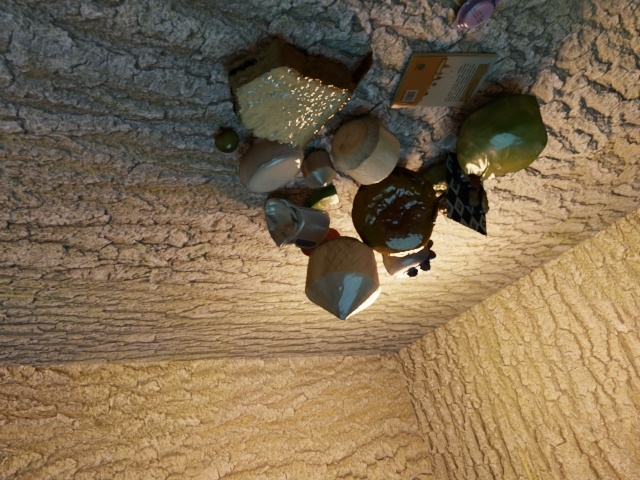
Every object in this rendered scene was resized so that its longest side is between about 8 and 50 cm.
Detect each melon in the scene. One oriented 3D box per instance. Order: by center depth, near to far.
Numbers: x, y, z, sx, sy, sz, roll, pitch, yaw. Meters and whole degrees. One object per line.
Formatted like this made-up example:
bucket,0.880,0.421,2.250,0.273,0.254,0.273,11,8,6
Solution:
melon,-0.005,-0.135,1.987,0.209,0.064,0.118,-36,145,27

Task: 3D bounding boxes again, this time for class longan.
longan,-0.285,-0.305,1.548,0.075,0.075,0.083,-23,109,12

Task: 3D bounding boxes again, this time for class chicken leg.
chicken leg,0.525,-0.149,2.050,0.107,0.087,0.251,-40,168,19

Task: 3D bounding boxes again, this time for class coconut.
coconut,0.152,-0.287,1.663,0.202,0.202,0.222,-33,142,27
coconut,-0.007,-0.234,1.745,0.116,0.122,0.116,-13,151,-8
coconut,0.079,0.154,1.941,0.329,0.328,0.328,-13,151,-7

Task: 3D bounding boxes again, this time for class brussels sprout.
brussels sprout,0.614,-0.356,1.744,0.328,0.247,0.328,-1,159,0

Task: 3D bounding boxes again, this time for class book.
book,0.382,-0.495,1.597,0.296,0.020,0.208,-6,149,-19

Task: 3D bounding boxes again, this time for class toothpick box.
toothpick box,0.355,0.015,2.170,0.229,0.316,0.229,-14,151,-8

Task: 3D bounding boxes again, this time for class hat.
hat,-0.084,-0.088,1.932,0.226,0.164,0.219,-6,129,-19

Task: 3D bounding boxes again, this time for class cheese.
cheese,0.441,-0.631,1.368,0.191,0.042,0.105,-32,149,25

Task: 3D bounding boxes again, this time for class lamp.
lamp,0.000,0.000,2.134,0.182,0.140,0.182,-9,-165,3

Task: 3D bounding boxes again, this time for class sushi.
sushi,0.583,-0.186,1.964,0.294,0.292,0.059,15,162,-43

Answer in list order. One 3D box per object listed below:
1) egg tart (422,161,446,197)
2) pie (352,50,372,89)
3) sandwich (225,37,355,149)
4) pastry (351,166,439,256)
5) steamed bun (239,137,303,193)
egg tart,0.479,-0.234,2.044,0.197,0.078,0.197,-14,151,-8
pie,0.093,-0.445,1.467,0.033,0.088,0.191,31,133,-17
sandwich,-0.105,-0.401,1.400,0.326,0.131,0.262,7,145,-40
pastry,0.287,-0.103,1.959,0.356,0.164,0.355,-1,109,-4
steamed bun,-0.160,-0.254,1.623,0.228,0.130,0.177,-39,154,32
